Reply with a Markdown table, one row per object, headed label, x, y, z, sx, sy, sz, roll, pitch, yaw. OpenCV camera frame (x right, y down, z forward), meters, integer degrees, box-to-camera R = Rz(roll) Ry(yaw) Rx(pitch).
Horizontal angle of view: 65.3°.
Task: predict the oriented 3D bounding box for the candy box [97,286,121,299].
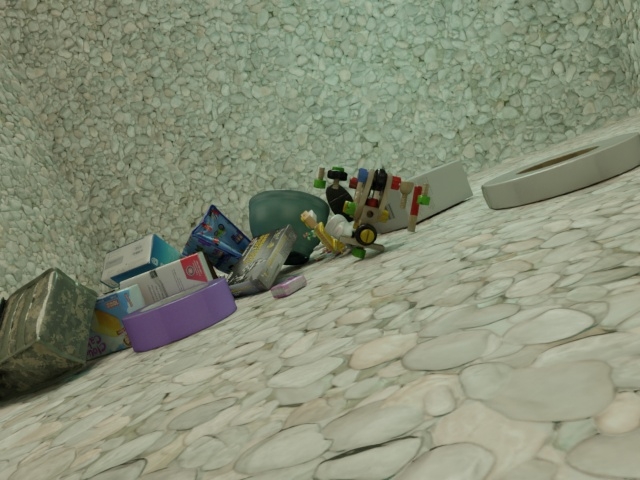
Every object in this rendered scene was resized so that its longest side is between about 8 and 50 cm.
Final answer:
| label | x | y | z | sx | sy | sz | roll | pitch | yaw |
| --- | --- | --- | --- | --- | --- | --- | --- | --- | --- |
| candy box | -0.681 | 0.249 | 1.559 | 0.233 | 0.159 | 0.071 | -24 | 7 | -37 |

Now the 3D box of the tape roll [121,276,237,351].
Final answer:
| label | x | y | z | sx | sy | sz | roll | pitch | yaw |
| --- | --- | --- | --- | --- | --- | --- | --- | --- | --- |
| tape roll | -0.358 | 0.185 | 1.280 | 0.274 | 0.090 | 0.275 | -21 | 4 | 2 |

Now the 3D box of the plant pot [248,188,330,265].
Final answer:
| label | x | y | z | sx | sy | sz | roll | pitch | yaw |
| --- | --- | --- | --- | --- | --- | --- | --- | --- | --- |
| plant pot | -0.118 | -0.028 | 1.761 | 0.292 | 0.197 | 0.293 | 4 | -21 | 2 |

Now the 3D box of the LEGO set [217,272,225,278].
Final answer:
| label | x | y | z | sx | sy | sz | roll | pitch | yaw |
| --- | --- | --- | --- | --- | --- | --- | --- | --- | --- |
| LEGO set | -0.344 | 0.122 | 2.033 | 0.087 | 0.093 | 0.227 | -24 | 5 | -42 |

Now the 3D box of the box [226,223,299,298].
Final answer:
| label | x | y | z | sx | sy | sz | roll | pitch | yaw |
| --- | --- | --- | --- | --- | --- | --- | --- | --- | --- |
| box | -0.185 | 0.065 | 1.535 | 0.183 | 0.056 | 0.231 | -17 | 34 | 43 |

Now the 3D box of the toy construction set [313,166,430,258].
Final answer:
| label | x | y | z | sx | sy | sz | roll | pitch | yaw |
| --- | --- | --- | --- | --- | --- | --- | --- | --- | --- |
| toy construction set | 0.158 | -0.065 | 1.405 | 0.308 | 0.238 | 0.257 | 9 | 0 | -28 |

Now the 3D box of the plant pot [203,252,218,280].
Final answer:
| label | x | y | z | sx | sy | sz | roll | pitch | yaw |
| --- | --- | --- | --- | --- | --- | --- | --- | --- | --- |
| plant pot | -0.406 | 0.136 | 1.639 | 0.166 | 0.165 | 0.167 | -21 | 3 | 1 |

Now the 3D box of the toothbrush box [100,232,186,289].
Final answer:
| label | x | y | z | sx | sy | sz | roll | pitch | yaw |
| --- | --- | --- | --- | --- | --- | --- | --- | --- | --- |
| toothbrush box | -0.568 | 0.128 | 1.740 | 0.216 | 0.126 | 0.295 | -20 | -40 | 20 |

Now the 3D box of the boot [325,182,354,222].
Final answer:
| label | x | y | z | sx | sy | sz | roll | pitch | yaw |
| --- | --- | --- | --- | --- | --- | --- | --- | --- | --- |
| boot | 0.101 | -0.096 | 1.808 | 0.085 | 0.236 | 0.178 | -37 | -1 | 3 |

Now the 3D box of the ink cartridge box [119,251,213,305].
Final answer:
| label | x | y | z | sx | sy | sz | roll | pitch | yaw |
| --- | --- | --- | --- | --- | --- | --- | --- | --- | --- |
| ink cartridge box | -0.433 | 0.155 | 1.462 | 0.237 | 0.172 | 0.100 | -21 | 4 | -4 |

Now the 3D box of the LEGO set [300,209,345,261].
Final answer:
| label | x | y | z | sx | sy | sz | roll | pitch | yaw |
| --- | --- | --- | --- | --- | --- | --- | --- | --- | --- |
| LEGO set | 0.000 | 0.000 | 1.653 | 0.107 | 0.132 | 0.287 | -25 | -20 | 22 |

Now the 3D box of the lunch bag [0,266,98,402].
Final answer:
| label | x | y | z | sx | sy | sz | roll | pitch | yaw |
| --- | --- | --- | --- | --- | --- | --- | --- | --- | --- |
| lunch bag | -0.721 | 0.241 | 1.233 | 0.286 | 0.169 | 0.235 | -29 | 43 | 14 |

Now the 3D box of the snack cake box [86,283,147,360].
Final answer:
| label | x | y | z | sx | sy | sz | roll | pitch | yaw |
| --- | --- | --- | --- | --- | --- | --- | --- | --- | --- |
| snack cake box | -0.603 | 0.236 | 1.387 | 0.264 | 0.152 | 0.089 | -20 | 4 | 20 |

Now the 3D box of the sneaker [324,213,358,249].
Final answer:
| label | x | y | z | sx | sy | sz | roll | pitch | yaw |
| --- | --- | --- | --- | --- | --- | --- | --- | --- | --- |
| sneaker | 0.112 | -0.008 | 1.606 | 0.232 | 0.115 | 0.090 | 7 | -56 | -53 |

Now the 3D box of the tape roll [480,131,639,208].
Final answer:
| label | x | y | z | sx | sy | sz | roll | pitch | yaw |
| --- | --- | --- | --- | --- | --- | --- | --- | --- | --- |
| tape roll | 0.627 | -0.180 | 1.314 | 0.391 | 0.072 | 0.392 | -21 | 4 | 2 |

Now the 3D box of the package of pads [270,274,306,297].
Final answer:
| label | x | y | z | sx | sy | sz | roll | pitch | yaw |
| --- | --- | --- | --- | --- | --- | --- | --- | --- | --- |
| package of pads | -0.077 | 0.113 | 1.230 | 0.050 | 0.032 | 0.083 | -14 | 8 | 40 |

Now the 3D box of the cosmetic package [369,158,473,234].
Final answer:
| label | x | y | z | sx | sy | sz | roll | pitch | yaw |
| --- | --- | --- | --- | --- | --- | --- | --- | --- | --- |
| cosmetic package | 0.358 | -0.159 | 1.822 | 0.365 | 0.155 | 0.197 | -25 | 5 | -36 |

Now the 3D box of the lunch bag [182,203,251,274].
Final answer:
| label | x | y | z | sx | sy | sz | roll | pitch | yaw |
| --- | --- | --- | --- | --- | --- | --- | --- | --- | --- |
| lunch bag | -0.309 | 0.042 | 1.741 | 0.138 | 0.293 | 0.221 | -61 | 10 | -28 |
